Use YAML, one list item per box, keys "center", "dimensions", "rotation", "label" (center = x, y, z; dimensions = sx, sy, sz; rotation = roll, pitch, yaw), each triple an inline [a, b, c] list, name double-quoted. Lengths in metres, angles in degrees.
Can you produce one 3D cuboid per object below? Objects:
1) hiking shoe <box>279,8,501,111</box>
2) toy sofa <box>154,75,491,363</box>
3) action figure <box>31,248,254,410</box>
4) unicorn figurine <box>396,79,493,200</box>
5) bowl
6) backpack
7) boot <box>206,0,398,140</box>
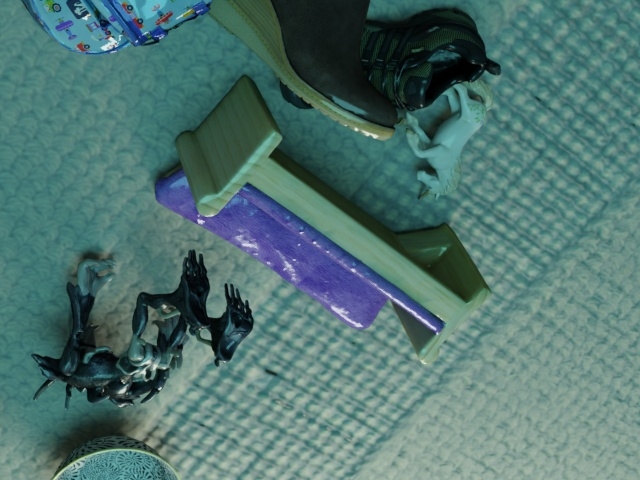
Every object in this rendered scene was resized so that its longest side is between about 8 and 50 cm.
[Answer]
- center: [0.071, -0.182, 1.348]
  dimensions: [0.227, 0.114, 0.086]
  rotation: [-17, 124, -5]
  label: "hiking shoe"
- center: [0.000, 0.000, 1.423]
  dimensions: [0.362, 0.150, 0.177]
  rotation: [35, 106, -31]
  label: "toy sofa"
- center: [-0.208, 0.104, 1.442]
  dimensions: [0.275, 0.141, 0.164]
  rotation: [-23, 138, 32]
  label: "action figure"
- center: [0.138, -0.116, 1.443]
  dimensions: [0.111, 0.060, 0.162]
  rotation: [35, 107, -30]
  label: "unicorn figurine"
- center: [-0.258, 0.296, 1.577]
  dimensions: [0.170, 0.080, 0.170]
  rotation: [-7, 123, -11]
  label: "bowl"
- center: [-0.207, -0.252, 1.225]
  dimensions: [0.173, 0.117, 0.158]
  rotation: [-27, 124, 5]
  label: "backpack"
- center: [0.026, -0.243, 1.266]
  dimensions: [0.248, 0.090, 0.207]
  rotation: [40, 103, 0]
  label: "boot"
